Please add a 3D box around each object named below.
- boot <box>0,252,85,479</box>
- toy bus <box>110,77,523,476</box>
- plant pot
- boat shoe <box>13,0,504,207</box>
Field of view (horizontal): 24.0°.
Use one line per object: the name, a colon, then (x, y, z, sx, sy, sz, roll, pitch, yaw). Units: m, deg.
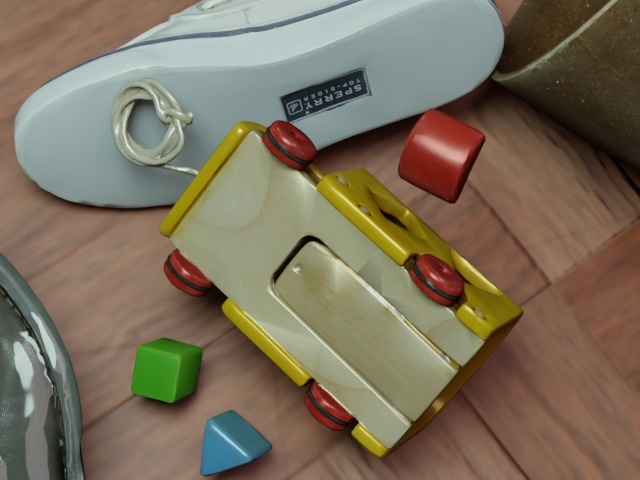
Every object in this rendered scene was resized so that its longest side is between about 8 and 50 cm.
boot: (-0.212, 0.136, 0.697, 0.229, 0.091, 0.263, -21, 77, -18)
toy bus: (0.005, 0.012, 0.775, 0.191, 0.104, 0.202, -3, 94, 21)
plant pot: (0.249, -0.095, 0.825, 0.230, 0.215, 0.215, 40, 67, -10)
boat shoe: (-0.038, -0.099, 0.819, 0.267, 0.096, 0.088, -21, 43, -3)
